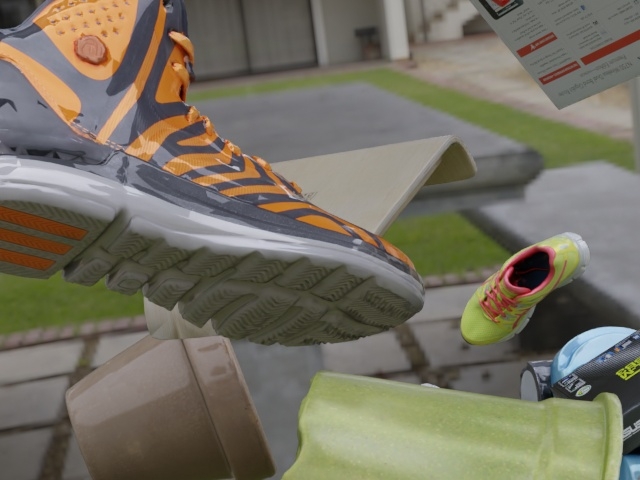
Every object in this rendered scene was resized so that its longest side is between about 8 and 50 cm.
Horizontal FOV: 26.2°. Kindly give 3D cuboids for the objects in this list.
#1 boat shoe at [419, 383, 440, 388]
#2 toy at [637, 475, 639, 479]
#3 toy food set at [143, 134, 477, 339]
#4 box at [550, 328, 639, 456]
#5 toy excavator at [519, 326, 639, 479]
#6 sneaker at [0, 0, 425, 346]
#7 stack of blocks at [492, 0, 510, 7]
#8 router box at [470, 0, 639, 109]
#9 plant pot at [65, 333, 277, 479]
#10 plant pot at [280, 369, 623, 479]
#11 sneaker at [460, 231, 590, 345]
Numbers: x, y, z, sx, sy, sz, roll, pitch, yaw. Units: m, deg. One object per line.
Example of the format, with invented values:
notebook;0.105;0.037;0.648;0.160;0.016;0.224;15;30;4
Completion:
boat shoe;0.068;0.257;1.567;0.226;0.083;0.076;-45;2;3
toy;0.324;0.346;1.414;0.056;0.237;0.137;1;37;-34
toy food set;0.000;0.000;1.284;0.219;0.092;0.306;-7;24;28
box;0.352;0.139;1.440;0.190;0.045;0.184;-32;7;-2
toy excavator;0.447;0.294;1.845;0.222;0.433;0.445;-2;-23;-8
sneaker;-0.068;-0.053;0.814;0.321;0.180;0.124;21;-36;-35
stack of blocks;0.178;-0.338;1.158;0.297;0.171;0.087;-37;24;58
router box;0.323;-0.341;1.792;0.082;0.301;0.335;-44;9;-19
plant pot;-0.206;0.226;1.810;0.229;0.263;0.263;-20;12;-7
plant pot;0.092;0.228;1.158;0.253;0.276;0.276;16;13;4
sneaker;0.248;0.062;1.777;0.208;0.081;0.094;-47;-22;26
